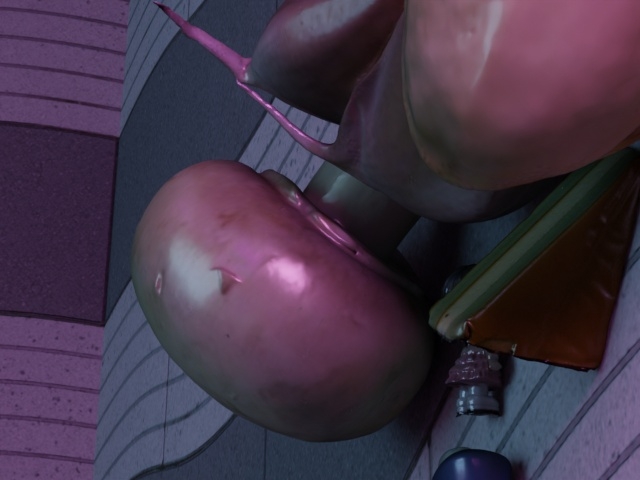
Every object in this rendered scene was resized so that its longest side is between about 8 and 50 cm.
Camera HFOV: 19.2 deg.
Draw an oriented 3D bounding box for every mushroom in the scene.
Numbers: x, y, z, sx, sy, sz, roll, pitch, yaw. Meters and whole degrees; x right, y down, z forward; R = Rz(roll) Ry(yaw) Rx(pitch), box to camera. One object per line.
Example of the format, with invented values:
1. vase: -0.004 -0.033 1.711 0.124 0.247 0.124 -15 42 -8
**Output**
1. mushroom: 0.000 0.000 1.688 0.336 0.314 0.314 -58 17 -1

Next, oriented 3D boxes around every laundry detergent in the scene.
1. laundry detergent: 0.122 0.228 1.434 0.206 0.061 0.097 -101 18 -54

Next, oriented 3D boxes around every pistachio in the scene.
1. pistachio: 0.161 -0.182 1.237 0.230 0.230 0.309 -116 41 -64

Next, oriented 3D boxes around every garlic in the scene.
1. garlic: 0.068 -0.120 1.496 0.340 0.246 0.231 -18 61 35

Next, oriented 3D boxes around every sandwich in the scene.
1. sandwich: 0.156 0.002 1.362 0.079 0.113 0.163 -144 66 -73

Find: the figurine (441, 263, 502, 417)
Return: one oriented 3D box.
1. figurine: 0.126 0.078 1.527 0.072 0.054 0.129 156 121 -66
